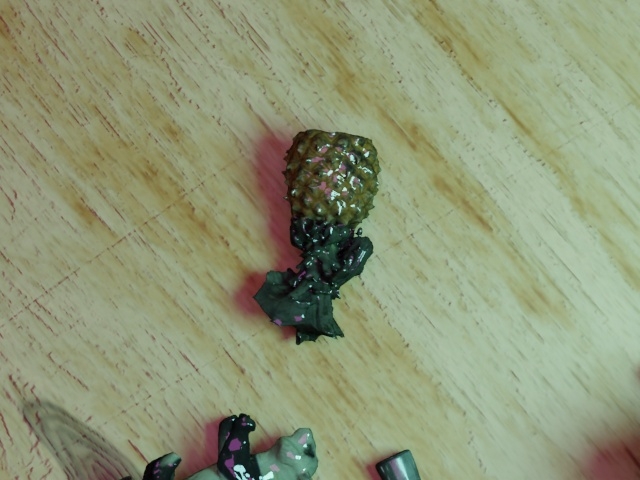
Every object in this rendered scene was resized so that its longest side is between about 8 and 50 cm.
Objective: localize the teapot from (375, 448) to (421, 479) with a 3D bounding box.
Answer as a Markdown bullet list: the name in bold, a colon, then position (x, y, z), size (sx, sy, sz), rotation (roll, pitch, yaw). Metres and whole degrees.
- **teapot**: position (0.100, 0.285, 1.329), size (0.042, 0.043, 0.111), rotation (-24, 82, -4)

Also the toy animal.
- **toy animal**: position (-0.107, 0.263, 1.313), size (0.225, 0.094, 0.121), rotation (-29, 87, -14)

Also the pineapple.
- **pineapple**: position (0.000, 0.000, 1.369), size (0.111, 0.119, 0.237), rotation (15, 79, -40)
